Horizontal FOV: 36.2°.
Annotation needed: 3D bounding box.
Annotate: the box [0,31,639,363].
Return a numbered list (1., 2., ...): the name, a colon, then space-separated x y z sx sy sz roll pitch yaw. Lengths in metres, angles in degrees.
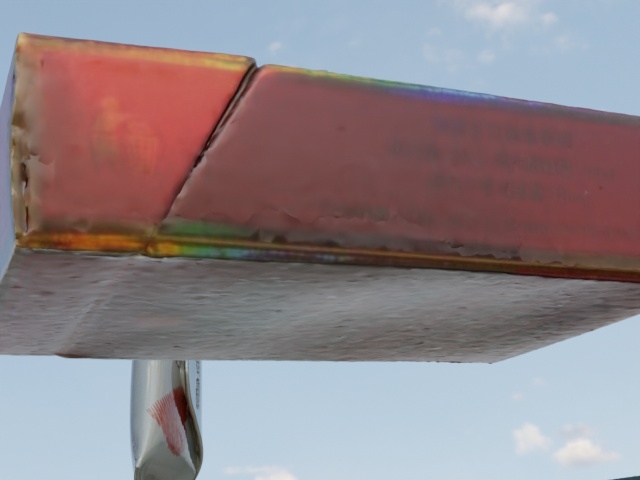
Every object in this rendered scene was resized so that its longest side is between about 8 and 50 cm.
1. box: 0.001 0.000 0.476 0.313 0.089 0.197 3 -17 -23

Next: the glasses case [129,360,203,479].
1. glasses case: -0.197 0.173 1.263 0.083 0.308 0.128 -4 -27 2

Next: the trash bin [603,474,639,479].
1. trash bin: 0.310 0.343 0.673 0.343 0.223 0.158 36 -35 -17

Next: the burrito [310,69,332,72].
1. burrito: -0.065 -0.250 1.652 0.059 0.082 0.275 -4 3 41
